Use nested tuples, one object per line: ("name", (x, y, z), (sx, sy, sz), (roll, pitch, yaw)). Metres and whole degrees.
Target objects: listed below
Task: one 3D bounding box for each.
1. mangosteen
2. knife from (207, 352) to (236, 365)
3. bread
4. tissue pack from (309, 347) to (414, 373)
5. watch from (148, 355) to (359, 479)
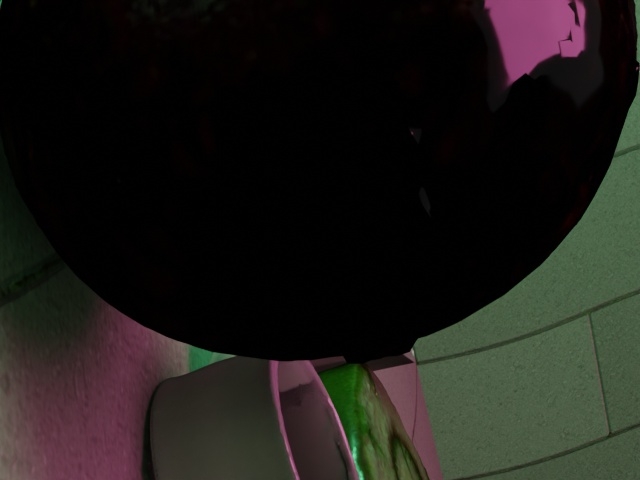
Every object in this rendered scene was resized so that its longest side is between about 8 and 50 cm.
("mangosteen", (-0.016, -0.124, 0.653), (0.381, 0.381, 0.421), (-92, 160, -47))
("knife", (-0.064, 0.084, 1.117), (0.336, 0.043, 0.081), (-66, 178, -81))
("bread", (0.056, 0.312, 1.191), (0.382, 0.129, 0.366), (31, 40, -75))
("tissue pack", (0.038, 0.094, 1.512), (0.246, 0.136, 0.159), (48, 32, -75))
("watch", (-0.023, 0.182, 0.838), (0.244, 0.196, 0.231), (50, 22, -66))
